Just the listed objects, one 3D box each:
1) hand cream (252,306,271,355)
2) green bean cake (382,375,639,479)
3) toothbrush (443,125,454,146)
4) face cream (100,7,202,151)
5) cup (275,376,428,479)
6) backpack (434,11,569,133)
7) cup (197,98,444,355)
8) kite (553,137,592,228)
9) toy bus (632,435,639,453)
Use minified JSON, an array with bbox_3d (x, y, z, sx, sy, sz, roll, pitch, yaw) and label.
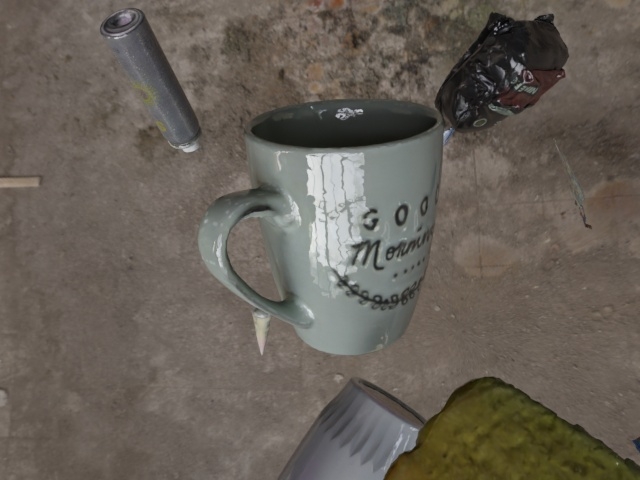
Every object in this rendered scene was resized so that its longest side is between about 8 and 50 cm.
[{"bbox_3d":[-0.119,0.172,1.030,0.039,0.143,0.061,0,48,-8],"label":"hand cream"},{"bbox_3d":[0.153,0.256,0.379,0.236,0.124,0.233,34,82,39],"label":"green bean cake"},{"bbox_3d":[0.190,-0.121,1.207,0.035,0.413,0.042,12,50,-21],"label":"toothbrush"},{"bbox_3d":[-0.278,-0.258,0.885,0.073,0.284,0.073,-5,58,8],"label":"face cream"},{"bbox_3d":[0.053,0.486,1.018,0.253,0.253,0.372,30,88,18],"label":"cup"},{"bbox_3d":[0.232,-0.206,0.663,0.120,0.165,0.106,-15,68,-30],"label":"backpack"},{"bbox_3d":[0.000,0.000,0.504,0.186,0.258,0.234,23,125,42],"label":"cup"},{"bbox_3d":[0.510,-0.101,1.021,0.015,0.245,0.141,-22,55,25],"label":"kite"},{"bbox_3d":[0.541,0.346,0.776,0.153,0.051,0.061,37,112,-19],"label":"toy bus"}]
